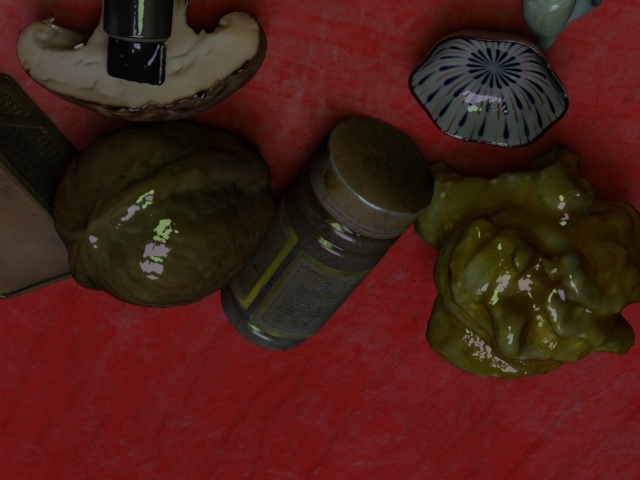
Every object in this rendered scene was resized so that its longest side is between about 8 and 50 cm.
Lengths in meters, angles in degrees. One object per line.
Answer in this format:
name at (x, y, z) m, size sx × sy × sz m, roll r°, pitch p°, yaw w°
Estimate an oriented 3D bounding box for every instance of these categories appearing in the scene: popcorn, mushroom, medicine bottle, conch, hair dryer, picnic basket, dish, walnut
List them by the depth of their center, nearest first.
hair dryer at (-0.276, -0.285, 1.641) m, size 0.248 × 0.078 × 0.196 m, roll 12°, pitch 107°, yaw 19°
conch at (0.266, -0.275, 1.669) m, size 0.088 × 0.065 × 0.180 m, roll -34°, pitch 154°, yaw -12°
mushroom at (-0.200, -0.202, 1.734) m, size 0.285 × 0.156 × 0.151 m, roll 0°, pitch 165°, yaw 4°
dish at (0.202, -0.194, 1.741) m, size 0.190 × 0.066 × 0.191 m, roll 11°, pitch 143°, yaw 9°
walnut at (-0.187, -0.031, 1.810) m, size 0.283 × 0.227 × 0.283 m, roll -31°, pitch 164°, yaw -10°
picnic basket at (-0.401, -0.065, 1.863) m, size 0.165 × 0.139 × 0.267 m, roll -19°, pitch 133°, yaw 21°
popcorn at (0.262, 0.055, 1.869) m, size 0.325 × 0.290 × 0.321 m, roll -43°, pitch 121°, yaw 16°
medicine bottle at (0.000, 0.000, 1.908) m, size 0.151 × 0.151 × 0.322 m, roll 21°, pitch 134°, yaw -19°
